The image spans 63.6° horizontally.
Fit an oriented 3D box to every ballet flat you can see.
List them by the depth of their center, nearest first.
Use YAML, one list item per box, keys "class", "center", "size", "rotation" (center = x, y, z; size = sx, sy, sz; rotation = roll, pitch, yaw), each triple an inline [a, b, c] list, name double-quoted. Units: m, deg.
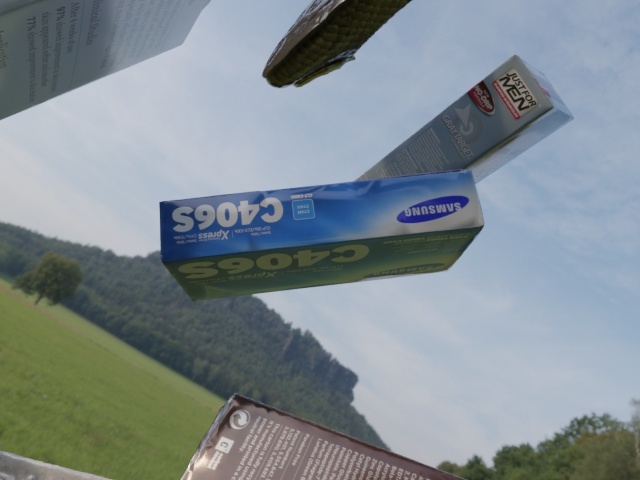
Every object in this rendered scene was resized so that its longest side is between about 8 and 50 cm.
- class: "ballet flat"
  center: [0.067, -0.165, 0.306]
  size: [0.250, 0.084, 0.058]
  rotation: [-34, -58, 21]

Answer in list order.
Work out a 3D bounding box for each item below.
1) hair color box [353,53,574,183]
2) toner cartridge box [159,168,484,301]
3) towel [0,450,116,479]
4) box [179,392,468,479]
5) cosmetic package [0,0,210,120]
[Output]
- class: "hair color box"
  center: [0.260, -0.167, 0.976]
  size: [0.374, 0.185, 0.113]
  rotation: [-37, -106, 33]
- class: "toner cartridge box"
  center: [0.000, 0.000, 0.628]
  size: [0.348, 0.075, 0.165]
  rotation: [-7, -20, -3]
- class: "towel"
  center: [-0.161, 0.260, 0.247]
  size: [0.187, 0.282, 0.049]
  rotation: [12, -32, 2]
- class: "box"
  center: [0.057, 0.317, 0.531]
  size: [0.382, 0.143, 0.191]
  rotation: [11, -44, 21]
- class: "cosmetic package"
  center: [-0.378, -0.388, 0.645]
  size: [0.327, 0.394, 0.329]
  rotation: [59, -28, -10]
